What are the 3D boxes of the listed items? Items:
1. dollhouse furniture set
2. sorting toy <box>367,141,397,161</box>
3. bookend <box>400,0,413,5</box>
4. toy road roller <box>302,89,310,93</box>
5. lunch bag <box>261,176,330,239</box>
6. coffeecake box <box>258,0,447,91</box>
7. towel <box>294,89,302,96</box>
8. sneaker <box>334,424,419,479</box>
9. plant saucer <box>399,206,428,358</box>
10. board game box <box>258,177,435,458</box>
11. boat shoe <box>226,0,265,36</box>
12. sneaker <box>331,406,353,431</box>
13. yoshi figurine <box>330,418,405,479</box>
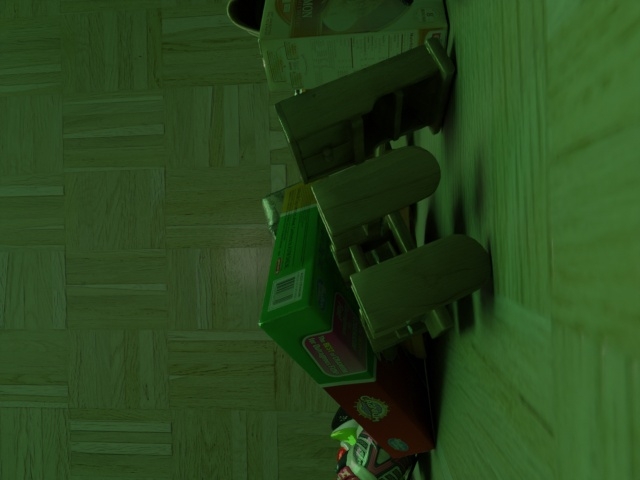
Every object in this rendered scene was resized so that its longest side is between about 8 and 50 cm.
[{"bbox_3d":[0.080,-0.035,0.448,0.212,0.161,0.242,70,177,-72],"label":"dollhouse furniture set"},{"bbox_3d":[0.136,-0.105,0.903,0.348,0.047,0.195,43,-133,-67],"label":"sorting toy"},{"bbox_3d":[0.064,-0.296,0.359,0.157,0.156,0.072,40,-155,-16],"label":"bookend"},{"bbox_3d":[0.072,-0.358,0.920,0.240,0.203,0.329,142,129,-84],"label":"toy road roller"},{"bbox_3d":[0.000,0.000,1.309,0.305,0.213,0.255,42,-149,-71],"label":"lunch bag"},{"bbox_3d":[0.036,-0.240,0.530,0.068,0.186,0.142,80,-170,-55],"label":"coffeecake box"},{"bbox_3d":[0.061,-0.489,1.144,0.332,0.053,0.316,-16,-70,-40],"label":"towel"},{"bbox_3d":[0.126,0.341,0.824,0.112,0.121,0.299,-56,-14,7],"label":"sneaker"},{"bbox_3d":[0.112,0.055,0.636,0.200,0.037,0.199,-7,-90,-77],"label":"plant saucer"},{"bbox_3d":[0.050,0.101,0.643,0.316,0.064,0.242,52,-153,-33],"label":"board game box"},{"bbox_3d":[-0.008,-0.351,0.778,0.110,0.341,0.121,-26,-53,-45],"label":"boat shoe"},{"bbox_3d":[0.177,0.484,1.390,0.178,0.124,0.295,50,-121,-12],"label":"sneaker"},{"bbox_3d":[0.142,0.521,1.064,0.203,0.204,0.362,-28,37,51],"label":"yoshi figurine"}]
